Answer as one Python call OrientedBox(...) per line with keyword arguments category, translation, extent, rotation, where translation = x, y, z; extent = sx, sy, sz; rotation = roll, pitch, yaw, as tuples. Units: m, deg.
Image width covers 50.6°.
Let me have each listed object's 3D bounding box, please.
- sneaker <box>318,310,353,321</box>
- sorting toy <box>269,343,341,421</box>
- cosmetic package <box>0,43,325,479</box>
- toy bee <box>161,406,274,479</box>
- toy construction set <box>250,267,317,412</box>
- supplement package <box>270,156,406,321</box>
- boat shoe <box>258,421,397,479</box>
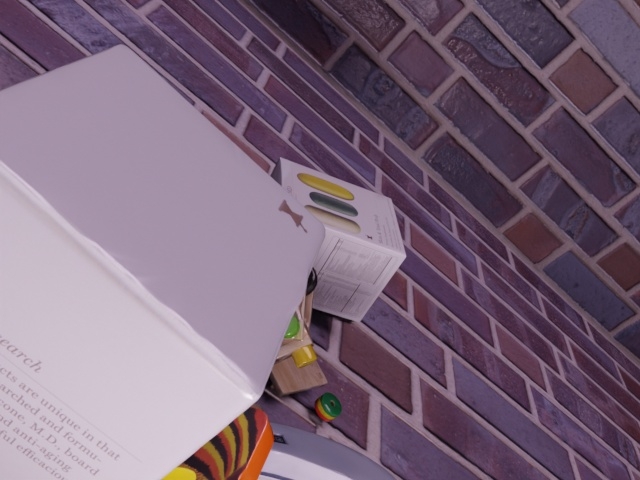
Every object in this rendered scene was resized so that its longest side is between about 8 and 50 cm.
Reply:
OrientedBox(category="sneaker", translation=(0.037, 0.127, 1.495), extent=(0.170, 0.051, 0.089), rotation=(27, 32, -44))
OrientedBox(category="sorting toy", translation=(-0.074, 0.209, 1.209), extent=(0.132, 0.046, 0.274), rotation=(4, 50, -55))
OrientedBox(category="cosmetic package", translation=(-0.258, 0.068, 0.726), extent=(0.327, 0.393, 0.329), rotation=(42, 25, -10))
OrientedBox(category="toy bee", translation=(-0.159, 0.310, 0.726), extent=(0.162, 0.195, 0.298), rotation=(5, 29, 11))
OrientedBox(category="toy construction set", translation=(-0.086, 0.152, 1.000), extent=(0.257, 0.309, 0.237), rotation=(-9, 65, -22))
OrientedBox(category="supplement package", translation=(0.000, 0.000, 1.373), extent=(0.262, 0.198, 0.199), rotation=(19, 34, -19))
OrientedBox(category="boat shoe", translation=(-0.066, 0.348, 0.923), extent=(0.367, 0.156, 0.136), rotation=(21, 6, -23))
